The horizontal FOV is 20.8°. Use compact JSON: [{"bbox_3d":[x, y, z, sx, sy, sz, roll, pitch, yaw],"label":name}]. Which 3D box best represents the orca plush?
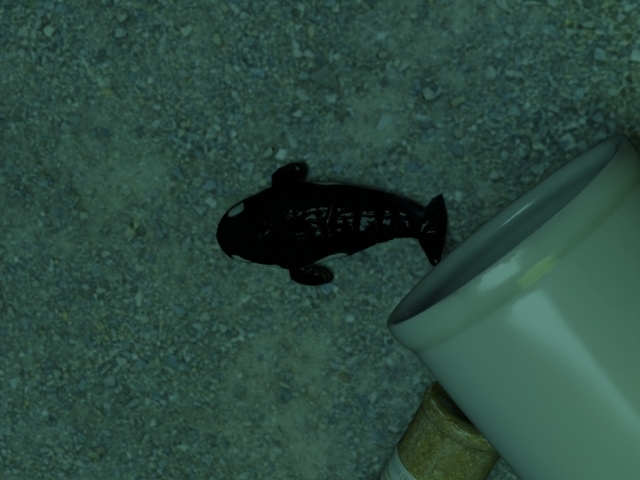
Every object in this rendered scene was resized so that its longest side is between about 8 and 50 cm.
[{"bbox_3d":[0.000,0.000,2.057,0.287,0.102,0.151,12,111,16],"label":"orca plush"}]

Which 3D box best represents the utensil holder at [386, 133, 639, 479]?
[{"bbox_3d":[0.316,0.135,1.866,0.327,0.327,0.385,-38,93,26],"label":"utensil holder"}]

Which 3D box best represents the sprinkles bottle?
[{"bbox_3d":[0.107,0.339,2.119,0.121,0.121,0.355,31,114,8],"label":"sprinkles bottle"}]
